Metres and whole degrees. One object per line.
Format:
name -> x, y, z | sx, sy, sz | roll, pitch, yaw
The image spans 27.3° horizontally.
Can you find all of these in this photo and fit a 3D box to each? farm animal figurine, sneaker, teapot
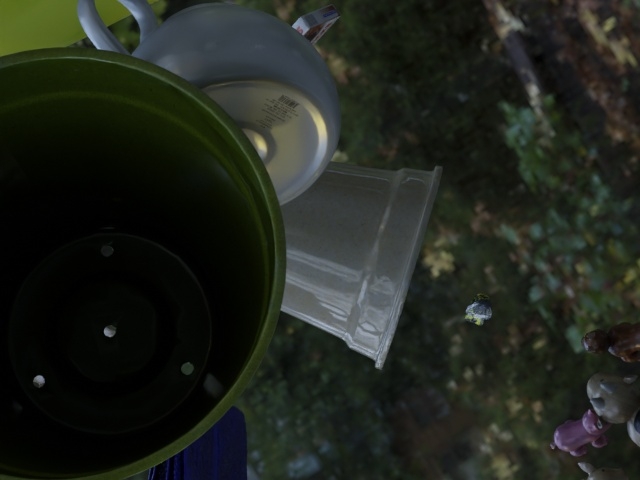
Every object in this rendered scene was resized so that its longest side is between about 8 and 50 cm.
farm animal figurine -> 0.437, 0.265, 1.801 | 0.326, 0.330, 0.172 | 15, 180, 43
sneaker -> 0.199, 0.081, 1.653 | 0.031, 0.035, 0.083 | 19, 165, 0
teapot -> -0.109, -0.159, 1.378 | 0.256, 0.252, 0.187 | 89, 169, -52

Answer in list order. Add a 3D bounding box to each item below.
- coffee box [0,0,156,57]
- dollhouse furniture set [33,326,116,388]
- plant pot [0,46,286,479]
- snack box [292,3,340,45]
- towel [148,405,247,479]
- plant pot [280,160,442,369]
coffee box -> -0.416, -0.418, 1.502 | 0.338, 0.337, 0.334 | 38, -146, -55
dollhouse furniture set -> -0.429, 0.051, 1.577 | 0.303, 0.355, 0.174 | 28, -132, -30
plant pot -> -0.218, 0.056, 1.230 | 0.367, 0.366, 0.353 | 58, 171, 10
snack box -> -0.047, -0.229, 1.651 | 0.022, 0.178, 0.064 | 53, -136, 4
towel -> -0.181, 0.347, 2.076 | 0.308, 0.076, 0.228 | 49, -138, -67
plant pot -> 0.000, 0.000, 2.081 | 0.305, 0.334, 0.334 | 17, 178, 2
